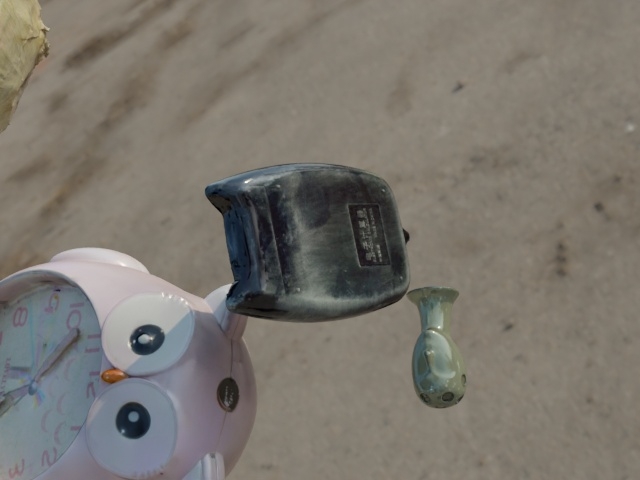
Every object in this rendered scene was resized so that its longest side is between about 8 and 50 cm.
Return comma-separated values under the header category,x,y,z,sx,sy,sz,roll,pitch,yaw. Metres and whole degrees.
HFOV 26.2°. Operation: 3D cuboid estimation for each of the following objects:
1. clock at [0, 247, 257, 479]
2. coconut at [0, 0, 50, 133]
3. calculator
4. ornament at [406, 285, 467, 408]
category,x,y,z,sx,sy,sz,roll,pitch,yaw
clock,-0.242,0.190,1.621,0.376,0.250,0.368,-5,69,33
coconut,-0.488,-0.244,1.741,0.297,0.254,0.297,-48,24,30
calculator,0.000,0.000,1.493,0.268,0.177,0.040,-4,-11,-43
ornament,0.151,0.142,1.800,0.074,0.081,0.156,-9,69,19
